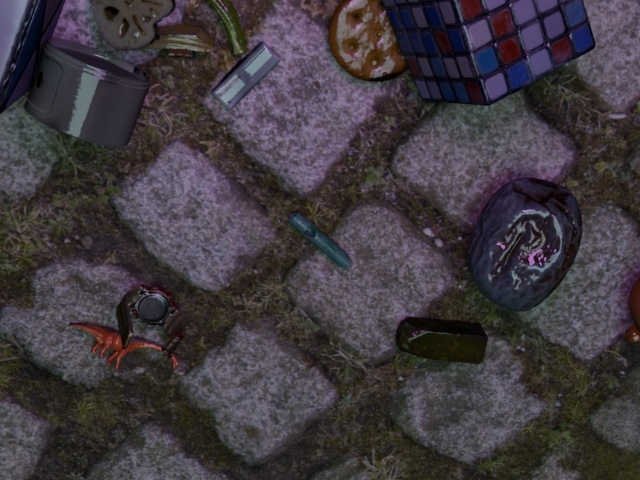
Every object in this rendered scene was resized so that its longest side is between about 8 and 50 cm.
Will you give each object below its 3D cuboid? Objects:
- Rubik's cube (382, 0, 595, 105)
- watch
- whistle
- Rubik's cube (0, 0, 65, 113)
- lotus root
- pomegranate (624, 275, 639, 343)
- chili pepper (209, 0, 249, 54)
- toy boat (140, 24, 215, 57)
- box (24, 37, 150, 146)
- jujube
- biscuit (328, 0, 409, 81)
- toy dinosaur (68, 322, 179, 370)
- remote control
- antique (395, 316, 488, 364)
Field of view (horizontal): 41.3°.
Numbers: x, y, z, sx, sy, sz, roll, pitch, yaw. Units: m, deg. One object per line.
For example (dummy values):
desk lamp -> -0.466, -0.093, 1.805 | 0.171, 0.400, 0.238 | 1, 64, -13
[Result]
Rubik's cube -> 0.336, -0.468, 1.747 | 0.292, 0.287, 0.293 | -28, 111, -15
watch -> -0.389, 0.195, 1.953 | 0.165, 0.268, 0.102 | 32, 103, -25
whistle -> 0.000, 0.000, 2.043 | 0.186, 0.039, 0.039 | 41, 101, -18
Rubik's cube -> -0.687, -0.452, 1.666 | 0.305, 0.307, 0.310 | 25, 107, -16
lotus root -> -0.383, -0.496, 1.793 | 0.183, 0.078, 0.204 | -22, 84, 16
pomegranate -> 0.879, 0.176, 2.102 | 0.252, 0.229, 0.270 | 36, 114, -24
chili pepper -> -0.211, -0.495, 1.843 | 0.052, 0.050, 0.202 | -41, 111, -30
toy boat -> -0.315, -0.429, 1.847 | 0.172, 0.065, 0.066 | 2, 130, -3
box -> -0.486, -0.312, 1.782 | 0.226, 0.226, 0.149 | 20, 106, -13
jujube -> 0.481, 0.000, 2.002 | 0.246, 0.215, 0.308 | 36, 107, 7
biscuit -> 0.126, -0.457, 1.878 | 0.220, 0.066, 0.221 | -2, 110, -5
toy dinosaur -> -0.485, 0.265, 2.076 | 0.279, 0.055, 0.101 | 31, 81, -13
remote control -> -0.168, -0.368, 1.899 | 0.166, 0.029, 0.065 | -43, 109, 10
antique -> 0.302, 0.251, 2.141 | 0.220, 0.080, 0.081 | 6, 110, -8
